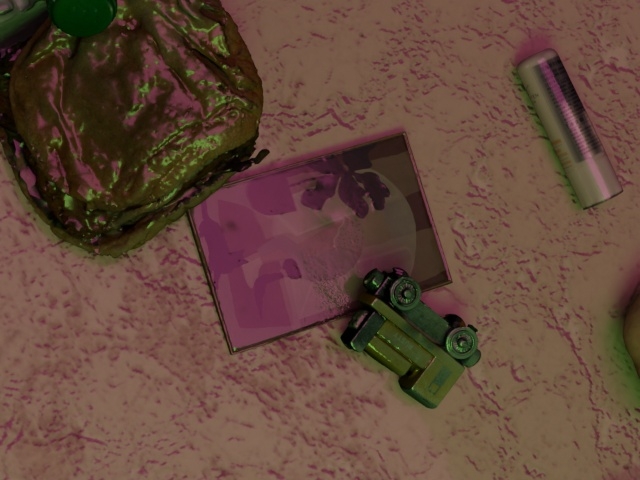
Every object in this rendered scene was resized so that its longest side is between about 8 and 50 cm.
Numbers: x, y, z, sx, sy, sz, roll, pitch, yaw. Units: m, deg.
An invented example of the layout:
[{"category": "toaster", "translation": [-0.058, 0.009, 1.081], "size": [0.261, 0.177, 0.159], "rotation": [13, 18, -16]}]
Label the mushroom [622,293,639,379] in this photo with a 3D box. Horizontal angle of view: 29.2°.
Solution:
[{"category": "mushroom", "translation": [0.332, 0.093, 1.038], "size": [0.154, 0.122, 0.154], "rotation": [0, 90, -10]}]

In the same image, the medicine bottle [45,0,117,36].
[{"category": "medicine bottle", "translation": [-0.185, -0.246, 0.900], "size": [0.064, 0.095, 0.260], "rotation": [-28, 49, 17]}]

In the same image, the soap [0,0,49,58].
[{"category": "soap", "translation": [-0.310, -0.257, 0.930], "size": [0.150, 0.094, 0.261], "rotation": [-25, 92, -10]}]

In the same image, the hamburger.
[{"category": "hamburger", "translation": [-0.144, -0.100, 0.949], "size": [0.206, 0.130, 0.183], "rotation": [-32, 90, 3]}]

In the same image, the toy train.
[{"category": "toy train", "translation": [0.074, 0.078, 1.007], "size": [0.122, 0.050, 0.081], "rotation": [37, 87, -15]}]

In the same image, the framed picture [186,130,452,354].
[{"category": "framed picture", "translation": [0.000, 0.000, 1.019], "size": [0.201, 0.010, 0.136], "rotation": [-17, 89, -15]}]

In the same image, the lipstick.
[{"category": "lipstick", "translation": [0.216, -0.098, 1.069], "size": [0.040, 0.040, 0.141], "rotation": [-25, 90, -15]}]
